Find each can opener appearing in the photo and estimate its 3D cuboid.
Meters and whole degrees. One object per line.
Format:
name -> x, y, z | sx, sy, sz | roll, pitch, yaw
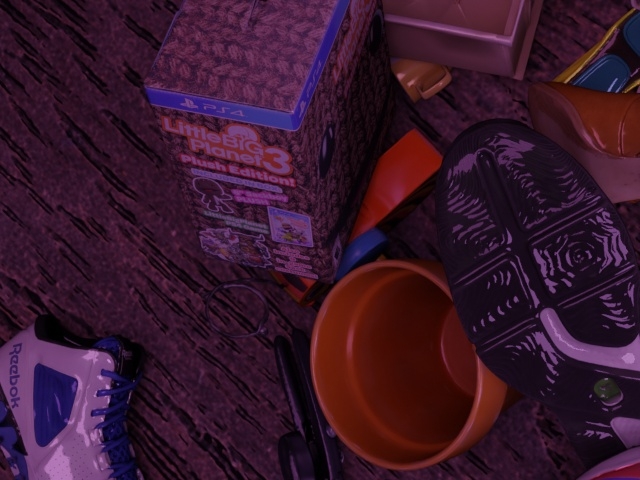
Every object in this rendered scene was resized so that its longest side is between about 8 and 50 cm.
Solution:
can opener -> -0.013, 0.187, 1.736 | 0.059, 0.073, 0.186 | -14, 75, 24

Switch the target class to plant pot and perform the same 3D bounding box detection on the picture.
plant pot -> 0.126, 0.116, 1.611 | 0.205, 0.188, 0.205 | 3, 94, 38

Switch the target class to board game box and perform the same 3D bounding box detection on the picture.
board game box -> -0.036, -0.139, 1.524 | 0.141, 0.291, 0.232 | 12, 61, 15

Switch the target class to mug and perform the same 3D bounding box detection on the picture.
mug -> 0.112, -0.184, 1.708 | 0.064, 0.062, 0.078 | -35, 71, 4

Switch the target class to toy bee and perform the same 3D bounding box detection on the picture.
toy bee -> 0.000, 0.000, 1.705 | 0.298, 0.162, 0.195 | -18, 74, -10

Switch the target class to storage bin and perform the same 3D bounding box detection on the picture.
storage bin -> 0.109, -0.321, 1.654 | 0.262, 0.123, 0.260 | 12, 77, 17

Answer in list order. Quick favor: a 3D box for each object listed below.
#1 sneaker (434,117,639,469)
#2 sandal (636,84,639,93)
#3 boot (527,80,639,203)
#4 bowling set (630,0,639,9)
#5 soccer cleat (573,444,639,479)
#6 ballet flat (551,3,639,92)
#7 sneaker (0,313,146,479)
sneaker -> 0.229, 0.046, 1.536 | 0.169, 0.257, 0.447 | -28, 114, 10
sandal -> 0.430, -0.086, 1.601 | 0.265, 0.076, 0.102 | 46, 100, 13
boot -> 0.351, -0.107, 1.527 | 0.211, 0.295, 0.104 | -24, 125, -14
bowling set -> 0.367, -0.303, 1.501 | 0.287, 0.154, 0.200 | 31, 57, 19
soccer cleat -> 0.206, 0.291, 1.427 | 0.318, 0.116, 0.108 | -27, 114, 2
ballet flat -> 0.315, -0.195, 1.639 | 0.231, 0.077, 0.077 | -39, 108, 15
sneaker -> -0.256, 0.204, 1.769 | 0.182, 0.127, 0.315 | -41, 76, 14
